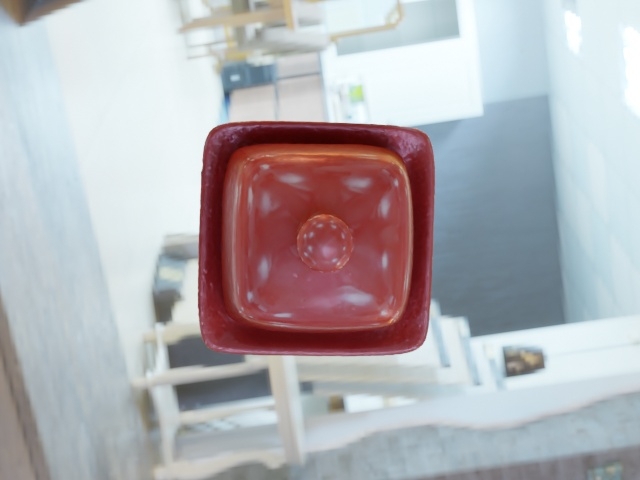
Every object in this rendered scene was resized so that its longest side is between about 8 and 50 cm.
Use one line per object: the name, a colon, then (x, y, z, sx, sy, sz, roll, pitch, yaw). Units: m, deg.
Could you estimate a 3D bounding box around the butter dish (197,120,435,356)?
butter dish: (0.000, 0.000, 0.766, 0.118, 0.160, 0.160, -163, -105, -86)
